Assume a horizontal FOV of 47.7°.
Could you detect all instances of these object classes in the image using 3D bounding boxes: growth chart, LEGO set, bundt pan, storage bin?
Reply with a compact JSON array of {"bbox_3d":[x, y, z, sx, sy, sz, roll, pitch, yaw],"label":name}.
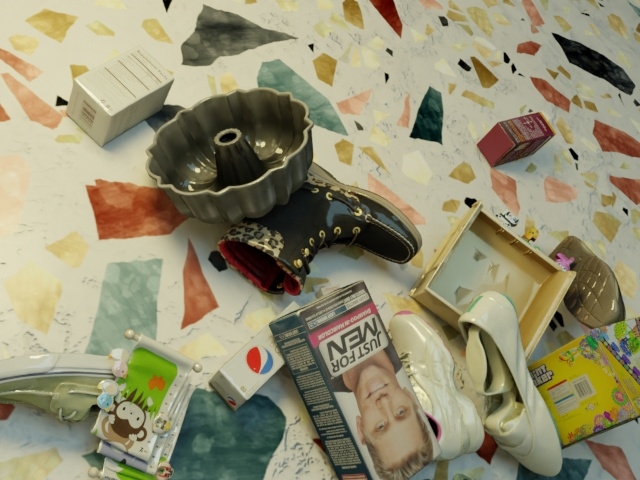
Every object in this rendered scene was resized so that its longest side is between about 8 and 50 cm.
[{"bbox_3d":[-0.276,0.272,1.135,0.172,0.021,0.237,25,70,-36],"label":"growth chart"},{"bbox_3d":[0.514,0.009,1.752,0.093,0.087,0.227,-39,74,-16],"label":"LEGO set"},{"bbox_3d":[-0.162,-0.152,1.401,0.330,0.124,0.331,-9,43,8],"label":"bundt pan"},{"bbox_3d":[0.374,0.089,1.567,0.262,0.123,0.260,37,72,-3],"label":"storage bin"}]

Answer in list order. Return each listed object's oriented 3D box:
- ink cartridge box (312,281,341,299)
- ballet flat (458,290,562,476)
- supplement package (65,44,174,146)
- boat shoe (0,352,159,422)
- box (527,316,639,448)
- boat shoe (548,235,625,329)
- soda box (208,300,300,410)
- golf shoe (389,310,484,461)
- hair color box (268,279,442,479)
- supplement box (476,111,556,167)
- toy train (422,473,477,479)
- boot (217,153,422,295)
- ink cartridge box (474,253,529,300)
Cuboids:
[{"bbox_3d":[0.023,0.119,1.466,0.048,0.028,0.083,-10,66,-34],"label":"ink cartridge box"},{"bbox_3d":[0.355,0.299,1.418,0.139,0.139,0.400,-24,99,-38],"label":"ballet flat"},{"bbox_3d":[-0.398,-0.290,1.443,0.105,0.105,0.179,44,49,2],"label":"supplement package"},{"bbox_3d":[-0.375,0.233,1.124,0.302,0.109,0.094,4,63,-29],"label":"boat shoe"},{"bbox_3d":[0.589,0.296,1.499,0.279,0.290,0.177,-6,63,-33],"label":"box"},{"bbox_3d":[0.644,0.109,1.690,0.130,0.132,0.355,35,24,-14],"label":"boat shoe"},{"bbox_3d":[-0.101,0.207,1.316,0.074,0.069,0.216,46,49,4],"label":"soda box"},{"bbox_3d":[0.199,0.282,1.410,0.140,0.115,0.306,-15,68,-31],"label":"golf shoe"},{"bbox_3d":[0.064,0.265,1.295,0.173,0.105,0.347,-23,88,-39],"label":"hair color box"},{"bbox_3d":[0.527,-0.273,1.948,0.188,0.104,0.081,-18,70,-36],"label":"supplement box"},{"bbox_3d":[0.295,0.545,1.235,0.334,0.142,0.190,39,13,-4],"label":"toy train"},{"bbox_3d":[0.000,0.000,1.458,0.377,0.138,0.284,33,49,-2],"label":"boot"},{"bbox_3d":[0.422,0.070,1.697,0.150,0.063,0.109,39,50,-3],"label":"ink cartridge box"}]
